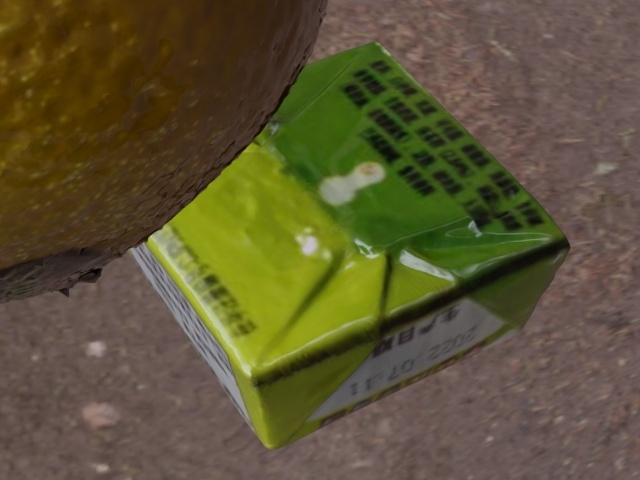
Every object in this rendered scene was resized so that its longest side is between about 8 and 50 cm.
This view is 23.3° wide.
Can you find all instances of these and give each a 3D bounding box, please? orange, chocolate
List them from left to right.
[{"bbox_3d":[-0.103,-0.088,0.402,0.236,0.236,0.236,2,94,28],"label":"orange"},{"bbox_3d":[0.000,0.000,1.284,0.301,0.288,0.137,50,153,38],"label":"chocolate"}]
